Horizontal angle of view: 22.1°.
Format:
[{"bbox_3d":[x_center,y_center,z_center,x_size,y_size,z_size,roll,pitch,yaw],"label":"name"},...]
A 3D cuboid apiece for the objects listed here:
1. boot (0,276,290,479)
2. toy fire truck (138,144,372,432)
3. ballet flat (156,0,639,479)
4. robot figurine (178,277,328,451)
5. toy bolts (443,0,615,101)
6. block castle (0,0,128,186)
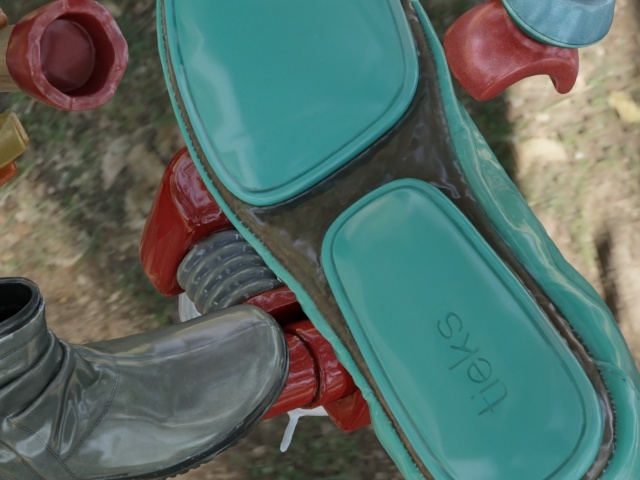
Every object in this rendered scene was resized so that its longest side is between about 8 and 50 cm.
[{"bbox_3d":[-0.140,0.075,0.917,0.246,0.161,0.083,-24,52,-6],"label":"boot"},{"bbox_3d":[-0.065,0.050,1.078,0.246,0.158,0.217,-17,58,-37],"label":"toy fire truck"},{"bbox_3d":[0.020,-0.007,0.490,0.083,0.087,0.247,-31,58,5],"label":"ballet flat"},{"bbox_3d":[0.000,0.000,1.433,0.299,0.199,0.354,-10,102,-36],"label":"robot figurine"},{"bbox_3d":[0.113,-0.223,1.127,0.218,0.158,0.229,-13,64,-32],"label":"toy bolts"},{"bbox_3d":[-0.371,-0.105,1.129,0.453,0.212,0.303,-44,118,-27],"label":"block castle"}]
